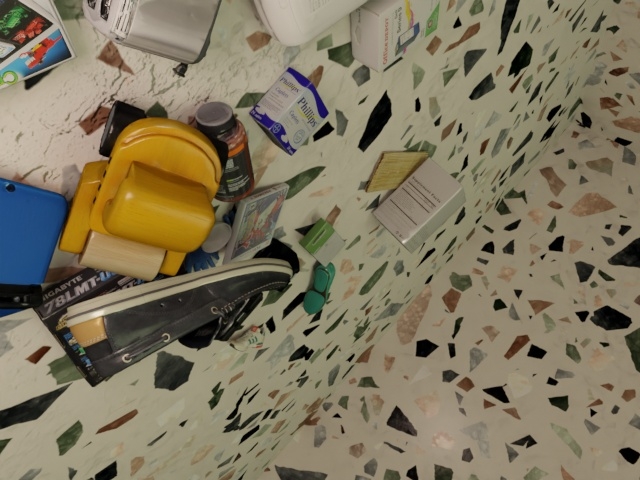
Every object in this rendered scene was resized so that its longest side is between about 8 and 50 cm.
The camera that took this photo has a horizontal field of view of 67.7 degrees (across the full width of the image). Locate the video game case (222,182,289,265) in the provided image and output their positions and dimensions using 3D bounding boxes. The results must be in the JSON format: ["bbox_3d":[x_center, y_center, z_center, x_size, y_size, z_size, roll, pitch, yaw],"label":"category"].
[{"bbox_3d":[-0.165,-0.040,1.230,0.183,0.023,0.201,-33,150,-52],"label":"video game case"}]

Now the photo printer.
[{"bbox_3d":[0.004,-0.506,0.822,0.307,0.107,0.256,-41,152,-15],"label":"photo printer"}]

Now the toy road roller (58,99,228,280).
[{"bbox_3d":[-0.286,-0.043,0.779,0.202,0.241,0.330,18,117,-31],"label":"toy road roller"}]

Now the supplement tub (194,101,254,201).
[{"bbox_3d":[-0.193,-0.176,0.952,0.106,0.106,0.198,-37,151,-24],"label":"supplement tub"}]

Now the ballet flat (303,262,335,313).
[{"bbox_3d":[0.004,0.172,1.749,0.087,0.083,0.247,-42,158,-47],"label":"ballet flat"}]

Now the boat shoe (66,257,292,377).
[{"bbox_3d":[-0.254,0.143,0.999,0.186,0.156,0.500,-21,176,43],"label":"boat shoe"}]

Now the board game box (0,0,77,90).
[{"bbox_3d":[-0.456,-0.235,0.524,0.305,0.053,0.193,-37,152,-24],"label":"board game box"}]

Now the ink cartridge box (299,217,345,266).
[{"bbox_3d":[0.000,0.000,1.530,0.109,0.062,0.209,-48,153,-2],"label":"ink cartridge box"}]

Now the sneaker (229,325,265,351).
[{"bbox_3d":[-0.242,0.323,1.603,0.161,0.057,0.075,11,100,-59],"label":"sneaker"}]

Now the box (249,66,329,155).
[{"bbox_3d":[-0.065,-0.280,1.051,0.137,0.072,0.126,-50,154,-1],"label":"box"}]

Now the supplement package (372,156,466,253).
[{"bbox_3d":[0.371,-0.125,1.776,0.293,0.175,0.177,-44,156,5],"label":"supplement package"}]

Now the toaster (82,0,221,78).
[{"bbox_3d":[-0.226,-0.347,0.657,0.146,0.129,0.227,-7,133,-49],"label":"toaster"}]

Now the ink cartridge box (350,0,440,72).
[{"bbox_3d":[0.174,-0.514,1.092,0.212,0.093,0.154,-39,153,-17],"label":"ink cartridge box"}]

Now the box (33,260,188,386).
[{"bbox_3d":[-0.428,0.149,1.052,0.295,0.073,0.293,-36,149,-28],"label":"box"}]

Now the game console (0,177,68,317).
[{"bbox_3d":[-0.559,0.019,0.677,0.250,0.173,0.293,-16,166,19],"label":"game console"}]

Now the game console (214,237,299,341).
[{"bbox_3d":[-0.208,0.161,1.446,0.361,0.044,0.213,-50,152,-1],"label":"game console"}]

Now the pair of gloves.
[{"bbox_3d":[-0.255,0.007,1.192,0.198,0.023,0.159,-34,150,-27],"label":"pair of gloves"}]

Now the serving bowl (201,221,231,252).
[{"bbox_3d":[-0.251,-0.012,1.120,0.083,0.027,0.083,-35,149,-25],"label":"serving bowl"}]

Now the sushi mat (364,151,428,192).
[{"bbox_3d":[0.272,-0.245,1.678,0.316,0.019,0.151,-13,137,-49],"label":"sushi mat"}]
